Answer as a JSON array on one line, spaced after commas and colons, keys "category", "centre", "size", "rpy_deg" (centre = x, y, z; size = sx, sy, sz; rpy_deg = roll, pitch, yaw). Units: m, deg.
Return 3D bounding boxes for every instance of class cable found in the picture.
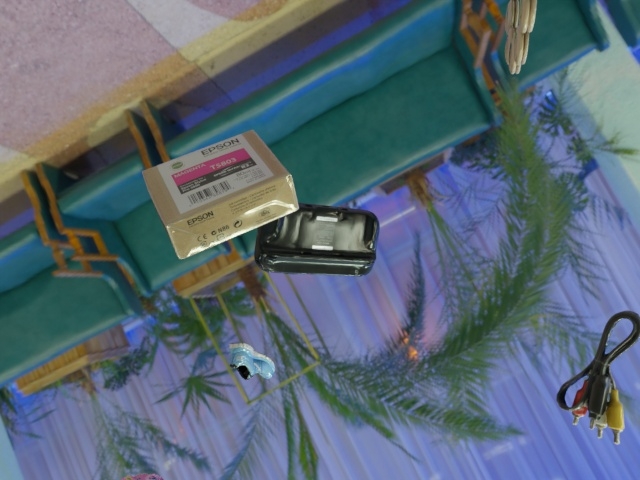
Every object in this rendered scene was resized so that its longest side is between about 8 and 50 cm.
[{"category": "cable", "centre": [0.604, 0.282, 1.277], "size": [0.072, 0.288, 0.139], "rpy_deg": [9, -175, -45]}]

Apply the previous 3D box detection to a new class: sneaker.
[{"category": "sneaker", "centre": [-0.172, 0.306, 1.433], "size": [0.063, 0.073, 0.162], "rpy_deg": [-11, 145, 32]}]

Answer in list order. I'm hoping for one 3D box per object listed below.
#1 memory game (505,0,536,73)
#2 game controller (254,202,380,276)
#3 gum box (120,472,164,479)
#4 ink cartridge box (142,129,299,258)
[{"category": "memory game", "centre": [0.188, -0.251, 0.552], "size": [0.012, 0.186, 0.186], "rpy_deg": [3, 175, 11]}, {"category": "game controller", "centre": [0.000, 0.000, 1.400], "size": [0.318, 0.167, 0.067], "rpy_deg": [4, -178, -28]}, {"category": "gum box", "centre": [-0.219, 0.392, 0.721], "size": [0.062, 0.189, 0.107], "rpy_deg": [19, 172, -39]}, {"category": "ink cartridge box", "centre": [-0.186, -0.091, 1.083], "size": [0.234, 0.193, 0.088], "rpy_deg": [-25, 134, -14]}]
